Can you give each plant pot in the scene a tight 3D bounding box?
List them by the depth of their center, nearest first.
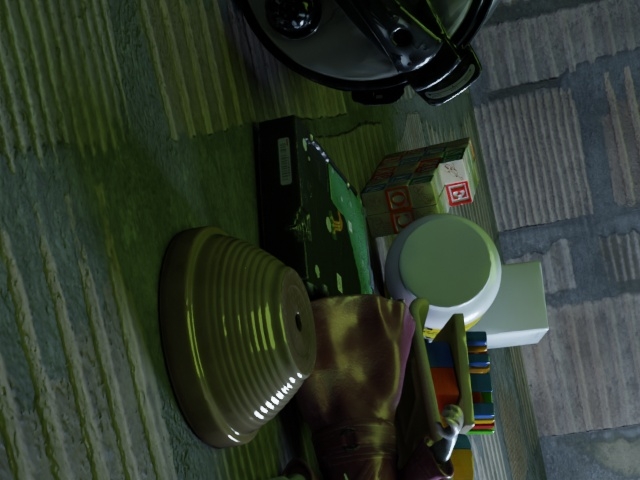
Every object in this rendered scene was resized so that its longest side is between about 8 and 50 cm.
[{"bbox_3d":[-0.073,0.096,1.311,0.237,0.110,0.237,-9,90,-75],"label":"plant pot"}]

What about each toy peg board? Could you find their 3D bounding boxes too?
[{"bbox_3d":[0.217,0.203,1.772,0.160,0.079,0.161,111,-23,-67],"label":"toy peg board"}]

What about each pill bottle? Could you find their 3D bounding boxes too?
[{"bbox_3d":[0.198,0.060,2.039,0.334,0.188,0.187,71,11,-80],"label":"pill bottle"}]

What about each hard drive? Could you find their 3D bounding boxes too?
[{"bbox_3d":[0.000,0.000,1.724,0.339,0.064,0.236,44,38,-64],"label":"hard drive"}]

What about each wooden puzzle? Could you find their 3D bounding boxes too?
[{"bbox_3d":[0.146,0.307,1.746,0.322,0.081,0.347,100,-8,-46],"label":"wooden puzzle"}]

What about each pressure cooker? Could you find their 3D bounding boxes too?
[{"bbox_3d":[0.075,-0.386,1.690,0.420,0.370,0.375,-50,152,-69],"label":"pressure cooker"}]

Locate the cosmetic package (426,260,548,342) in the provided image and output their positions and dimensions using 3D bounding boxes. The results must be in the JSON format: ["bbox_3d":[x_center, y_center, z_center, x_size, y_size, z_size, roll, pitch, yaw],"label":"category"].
[{"bbox_3d":[0.309,0.133,2.368,0.224,0.225,0.138,66,17,-78],"label":"cosmetic package"}]

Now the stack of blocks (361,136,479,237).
[{"bbox_3d":[0.189,-0.100,2.274,0.297,0.171,0.087,-55,132,-69],"label":"stack of blocks"}]

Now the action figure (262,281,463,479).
[{"bbox_3d":[0.029,0.247,1.531,0.275,0.248,0.370,115,-29,-68],"label":"action figure"}]
